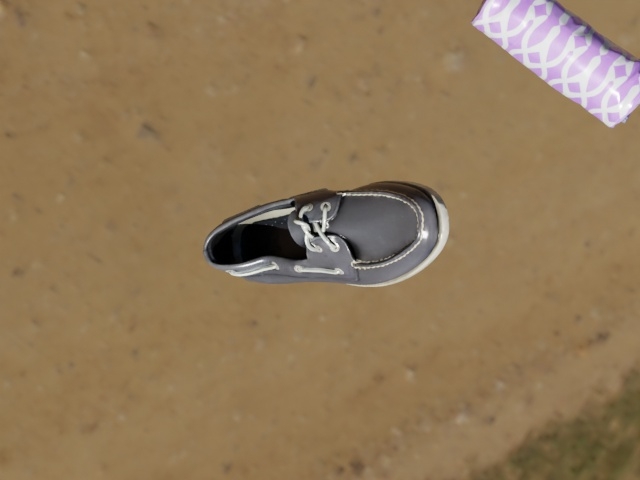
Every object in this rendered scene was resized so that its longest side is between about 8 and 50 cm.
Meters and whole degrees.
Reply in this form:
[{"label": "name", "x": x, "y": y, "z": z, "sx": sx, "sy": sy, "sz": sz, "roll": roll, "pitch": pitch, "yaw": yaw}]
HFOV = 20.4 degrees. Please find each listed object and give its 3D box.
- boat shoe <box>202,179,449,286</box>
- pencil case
[{"label": "boat shoe", "x": 0.000, "y": 0.000, "z": 1.276, "sx": 0.065, "sy": 0.206, "sz": 0.075, "roll": -5, "pitch": 89, "yaw": -47}, {"label": "pencil case", "x": 0.258, "y": -0.205, "z": 1.854, "sx": 0.088, "sy": 0.206, "sz": 0.086, "roll": -55, "pitch": -177, "yaw": -18}]
